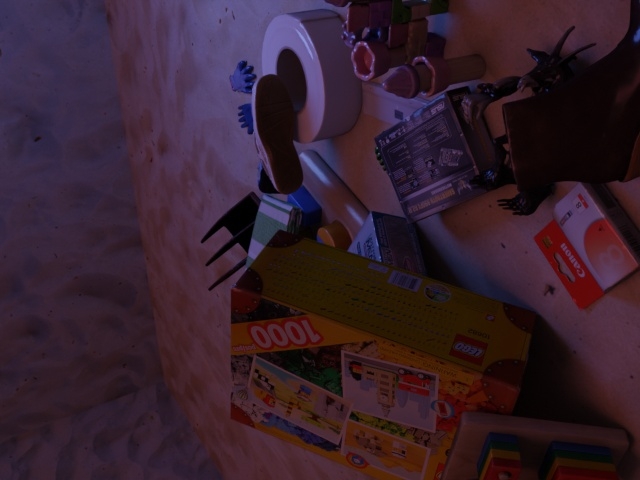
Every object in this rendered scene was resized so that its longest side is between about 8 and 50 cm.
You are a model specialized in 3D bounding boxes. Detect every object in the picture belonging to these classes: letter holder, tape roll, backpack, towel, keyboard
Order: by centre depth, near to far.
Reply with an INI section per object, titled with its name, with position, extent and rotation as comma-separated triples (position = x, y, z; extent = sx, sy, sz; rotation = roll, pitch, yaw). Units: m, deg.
[keyboard]
position = 0.155, -0.255, 1.363
extent = 0.256, 0.014, 0.072
rotation = 36, 141, 51
[tape roll]
position = -0.024, -0.362, 1.542
extent = 0.286, 0.100, 0.286
rotation = 41, 140, 48
[towel]
position = -0.133, 0.054, 1.776
extent = 0.248, 0.038, 0.324
rotation = 26, 107, 63
[backpack]
position = -0.114, -0.180, 1.825
extent = 0.114, 0.105, 0.084
rotation = 111, 158, -48
[letter holder]
position = -0.272, 0.015, 2.075
extent = 0.152, 0.214, 0.302
rotation = 51, 153, -2

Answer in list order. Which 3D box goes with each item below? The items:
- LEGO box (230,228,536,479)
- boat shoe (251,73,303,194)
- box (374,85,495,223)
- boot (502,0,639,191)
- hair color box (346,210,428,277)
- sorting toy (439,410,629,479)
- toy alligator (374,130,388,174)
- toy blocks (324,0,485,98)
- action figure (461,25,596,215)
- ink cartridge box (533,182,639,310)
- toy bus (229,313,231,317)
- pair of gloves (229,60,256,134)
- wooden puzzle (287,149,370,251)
[LEGO box]
position = 0.095, 0.241, 1.295
extent = 0.501, 0.193, 0.372
rotation = 18, 130, 15
[boat shoe]
position = -0.114, -0.239, 1.566
extent = 0.096, 0.098, 0.276
rotation = 32, 137, 52
[box]
position = 0.208, -0.146, 1.250
extent = 0.231, 0.056, 0.182
rotation = -27, 85, 59
[boot]
position = 0.329, -0.182, 0.855
extent = 0.090, 0.207, 0.248
rotation = -70, -29, -65
[hair color box]
position = 0.093, 0.122, 1.471
extent = 0.347, 0.105, 0.173
rotation = 118, 154, -42
[sorting toy]
position = 0.335, 0.405, 1.129
extent = 0.089, 0.257, 0.255
rotation = -83, -1, -51
[toy alligator]
position = 0.154, -0.138, 1.387
extent = 0.189, 0.051, 0.056
rotation = 63, 152, 19
[toy blocks]
position = 0.089, -0.397, 1.123
extent = 0.309, 0.260, 0.288
rotation = 43, 141, 45
[action figure]
position = 0.296, -0.163, 1.003
extent = 0.164, 0.141, 0.275
rotation = 54, 151, 38
[ink cartridge box]
position = 0.388, 0.012, 1.038
extent = 0.145, 0.045, 0.179
rotation = 62, 149, 21
[toy bus]
position = -0.112, 0.190, 1.929
extent = 0.211, 0.149, 0.220
rotation = 45, 109, 27
[pair of gloves]
position = -0.208, -0.399, 1.961
extent = 0.159, 0.023, 0.198
rotation = 1, 105, 64
[wooden puzzle]
position = 0.000, 0.000, 1.734
extent = 0.322, 0.081, 0.347
rotation = 52, 147, 36
